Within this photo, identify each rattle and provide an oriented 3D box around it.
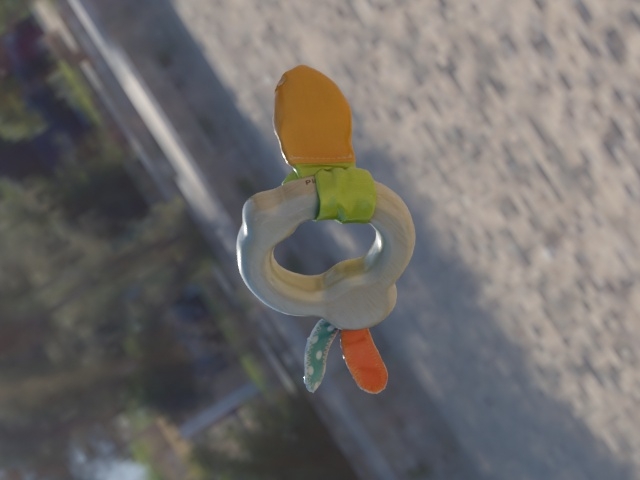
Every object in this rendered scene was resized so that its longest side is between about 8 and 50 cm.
[{"bbox_3d":[0.000,0.000,1.423,0.143,0.130,0.199,54,172,41],"label":"rattle"}]
